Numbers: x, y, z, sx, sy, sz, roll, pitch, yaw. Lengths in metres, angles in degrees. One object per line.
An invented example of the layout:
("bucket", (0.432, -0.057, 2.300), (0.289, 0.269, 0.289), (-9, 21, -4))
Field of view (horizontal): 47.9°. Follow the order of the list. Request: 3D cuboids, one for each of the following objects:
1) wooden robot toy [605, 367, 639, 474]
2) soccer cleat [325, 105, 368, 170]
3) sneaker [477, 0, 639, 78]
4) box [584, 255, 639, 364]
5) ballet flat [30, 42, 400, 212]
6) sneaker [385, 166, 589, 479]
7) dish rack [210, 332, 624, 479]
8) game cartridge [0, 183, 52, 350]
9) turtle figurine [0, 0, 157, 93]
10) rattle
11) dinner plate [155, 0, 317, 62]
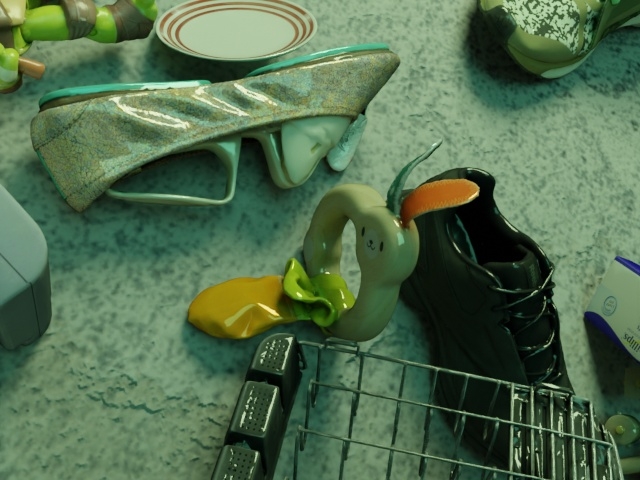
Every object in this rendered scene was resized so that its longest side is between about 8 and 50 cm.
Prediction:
("wooden robot toy", (0.308, 0.206, 0.666), (0.079, 0.076, 0.173), (17, 59, -55))
("soccer cleat", (0.027, -0.102, 0.668), (0.029, 0.035, 0.083), (27, 63, -11))
("sneaker", (0.342, -0.316, 0.796), (0.411, 0.182, 0.158), (-28, 83, -28))
("box", (0.345, 0.085, 0.671), (0.137, 0.126, 0.072), (18, 106, -16))
("ballet flat", (-0.068, -0.086, 0.597), (0.316, 0.107, 0.106), (-15, 89, -19))
("sneaker", (0.148, 0.070, 0.601), (0.109, 0.130, 0.286), (-26, 83, -30))
("dish rack", (0.057, 0.168, 0.473), (0.272, 0.074, 0.208), (10, 47, 7))
("game cartridge", (-0.278, -0.061, 0.435), (0.297, 0.198, 0.062), (45, 60, -2))
("turtle figurine", (-0.238, -0.163, 0.544), (0.217, 0.087, 0.269), (-29, 55, -35))
("rattle", (0.000, 0.000, 0.524), (0.143, 0.200, 0.130), (14, 66, -17))
("dinner plate", (-0.074, -0.186, 0.638), (0.141, 0.017, 0.141), (2, 40, -2))
